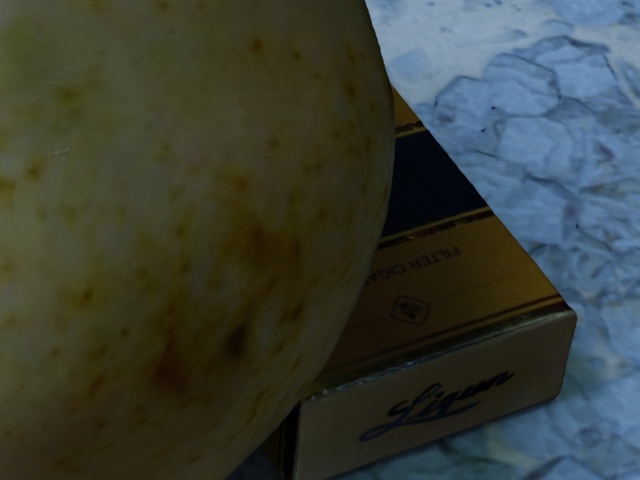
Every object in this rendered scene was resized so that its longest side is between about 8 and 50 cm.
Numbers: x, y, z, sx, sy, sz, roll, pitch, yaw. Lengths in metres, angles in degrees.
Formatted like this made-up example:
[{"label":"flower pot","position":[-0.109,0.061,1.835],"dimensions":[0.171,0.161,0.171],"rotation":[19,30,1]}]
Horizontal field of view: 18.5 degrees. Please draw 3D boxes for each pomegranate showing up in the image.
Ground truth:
[{"label":"pomegranate","position":[-0.161,-0.051,0.802],"dimensions":[0.411,0.411,0.411],"rotation":[4,45,-4]}]

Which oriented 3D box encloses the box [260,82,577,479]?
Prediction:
[{"label":"box","position":[0.000,0.000,0.983],"dimensions":[0.152,0.070,0.237],"rotation":[-17,51,-23]}]
